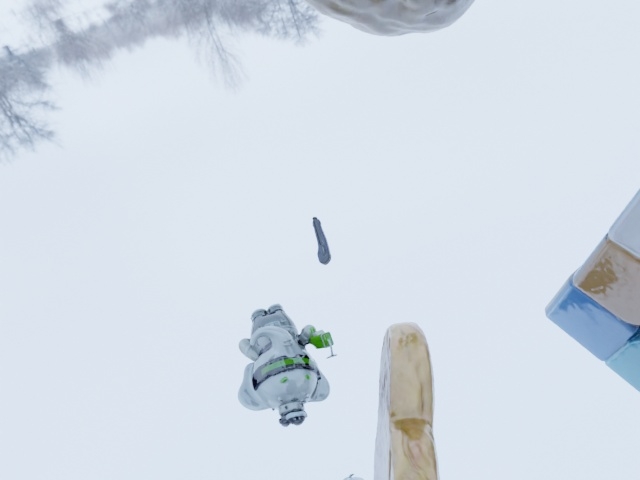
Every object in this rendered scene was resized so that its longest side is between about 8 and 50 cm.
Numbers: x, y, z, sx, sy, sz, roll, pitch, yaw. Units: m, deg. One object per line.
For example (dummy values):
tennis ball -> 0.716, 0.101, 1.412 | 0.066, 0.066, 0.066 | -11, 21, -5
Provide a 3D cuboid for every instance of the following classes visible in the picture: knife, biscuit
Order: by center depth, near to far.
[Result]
biscuit -> 0.070, 0.257, 0.393 | 0.051, 0.269, 0.376 | 3, -107, 6
knife -> 0.000, 0.000, 1.154 | 0.031, 0.018, 0.121 | -21, -108, 18

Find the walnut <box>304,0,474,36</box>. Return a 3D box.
walnut -> 0.057, -0.382, 0.482 | 0.343, 0.306, 0.306 | 13, -165, -30

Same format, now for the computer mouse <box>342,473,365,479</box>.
computer mouse -> 0.051, 0.511, 0.909 | 0.071, 0.231, 0.126 | 15, -108, -3

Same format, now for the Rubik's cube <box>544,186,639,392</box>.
Rubik's cube -> 0.589, 0.038, 0.636 | 0.346, 0.347, 0.344 | -33, -120, -22

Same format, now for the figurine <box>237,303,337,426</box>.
figurine -> -0.059, 0.186, 0.730 | 0.147, 0.126, 0.192 | -8, -127, -17
